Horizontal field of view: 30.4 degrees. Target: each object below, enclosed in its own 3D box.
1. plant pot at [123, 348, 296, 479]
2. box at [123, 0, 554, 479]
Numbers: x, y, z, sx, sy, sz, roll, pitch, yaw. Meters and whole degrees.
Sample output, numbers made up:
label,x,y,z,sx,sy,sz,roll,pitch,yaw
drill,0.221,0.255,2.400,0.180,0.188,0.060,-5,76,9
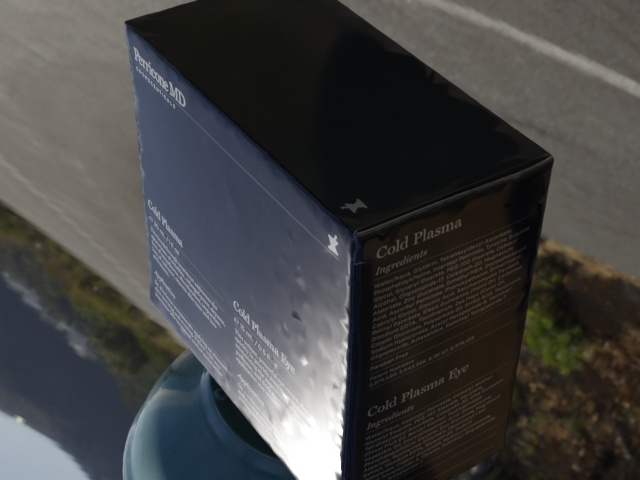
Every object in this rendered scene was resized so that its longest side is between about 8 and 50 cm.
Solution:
label,x,y,z,sx,sy,sz,roll,pitch,yaw
plant pot,-0.047,0.198,1.226,0.293,0.293,0.196,29,140,5
box,0.000,0.000,0.985,0.343,0.178,0.313,44,146,40
